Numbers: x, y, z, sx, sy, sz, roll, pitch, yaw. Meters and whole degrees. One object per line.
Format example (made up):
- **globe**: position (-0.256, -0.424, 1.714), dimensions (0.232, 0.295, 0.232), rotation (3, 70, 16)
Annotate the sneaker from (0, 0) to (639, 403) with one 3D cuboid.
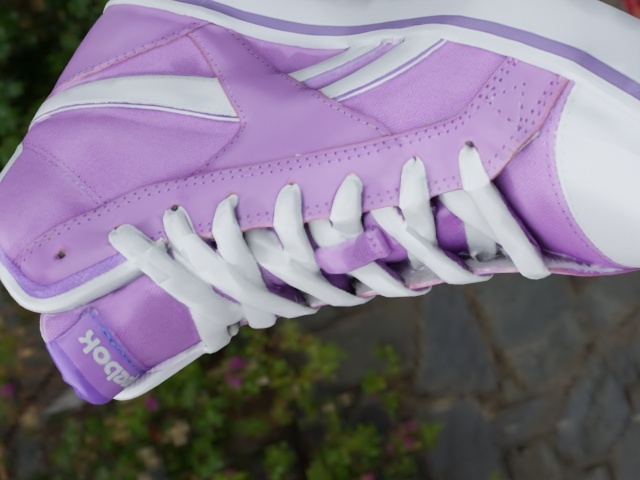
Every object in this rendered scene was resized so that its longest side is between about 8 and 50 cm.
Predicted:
- **sneaker**: position (0.000, 0.001, 0.578), dimensions (0.282, 0.161, 0.102), rotation (11, 147, 44)
